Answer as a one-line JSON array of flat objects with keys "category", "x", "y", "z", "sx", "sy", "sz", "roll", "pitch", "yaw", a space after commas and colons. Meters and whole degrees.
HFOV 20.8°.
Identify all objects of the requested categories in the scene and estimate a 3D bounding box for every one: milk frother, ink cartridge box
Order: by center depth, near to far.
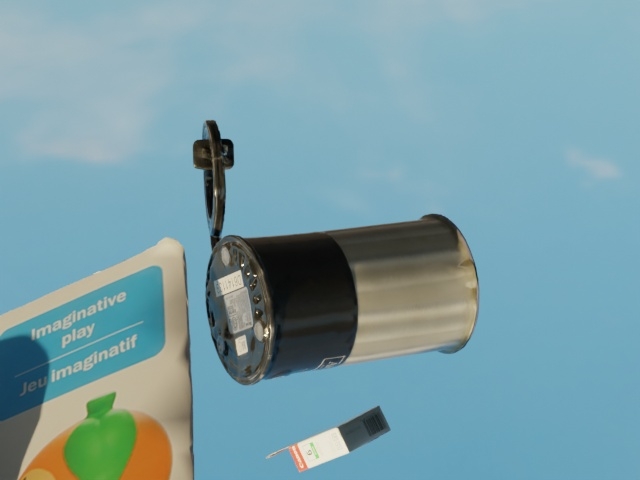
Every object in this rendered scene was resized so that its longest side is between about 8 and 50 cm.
[{"category": "milk frother", "x": 0.000, "y": 0.000, "z": 0.997, "sx": 0.135, "sy": 0.143, "sz": 0.129, "roll": -7, "pitch": -171, "yaw": -28}, {"category": "ink cartridge box", "x": 0.007, "y": 0.194, "z": 1.663, "sx": 0.063, "sy": 0.029, "sz": 0.115, "roll": -22, "pitch": 174, "yaw": -44}]

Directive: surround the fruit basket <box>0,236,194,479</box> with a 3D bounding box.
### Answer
[{"category": "fruit basket", "x": -0.174, "y": 0.176, "z": 0.466, "sx": 0.327, "sy": 0.165, "sz": 0.353, "roll": -25, "pitch": -133, "yaw": 17}]
